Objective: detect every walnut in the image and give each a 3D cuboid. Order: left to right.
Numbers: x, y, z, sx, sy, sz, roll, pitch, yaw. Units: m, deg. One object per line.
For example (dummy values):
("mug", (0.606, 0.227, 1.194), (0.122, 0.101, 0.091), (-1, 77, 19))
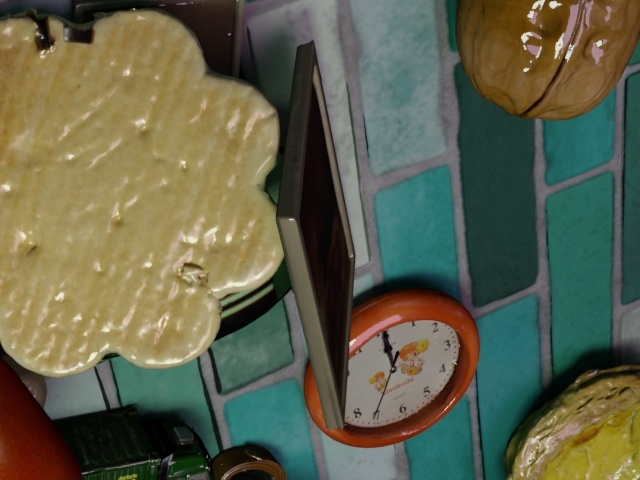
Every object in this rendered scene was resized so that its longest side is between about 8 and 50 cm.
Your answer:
("walnut", (0.207, -0.206, 1.213), (0.167, 0.167, 0.207), (0, 120, -30))

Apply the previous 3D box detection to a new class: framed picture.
("framed picture", (-0.142, -0.121, 1.167), (0.150, 0.015, 0.203), (-10, 127, -23))
("framed picture", (0.000, 0.000, 1.195), (0.020, 0.211, 0.289), (-3, 138, 9))

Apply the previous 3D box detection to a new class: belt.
("belt", (-0.078, 0.250, 1.452), (0.083, 0.036, 0.059), (9, 110, -34))

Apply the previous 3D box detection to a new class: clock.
("clock", (0.078, 0.138, 1.450), (0.205, 0.051, 0.205), (-14, 128, -19))

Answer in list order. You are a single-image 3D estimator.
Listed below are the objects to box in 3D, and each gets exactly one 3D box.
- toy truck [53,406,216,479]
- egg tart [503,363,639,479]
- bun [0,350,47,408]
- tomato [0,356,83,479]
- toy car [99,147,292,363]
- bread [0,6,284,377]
("toy truck", (-0.231, 0.243, 1.324), (0.259, 0.088, 0.121), (-7, 125, -25))
("egg tart", (0.326, 0.261, 1.658), (0.279, 0.095, 0.279), (-17, 125, -25))
("bun", (-0.293, 0.135, 1.235), (0.086, 0.055, 0.086), (-8, 130, -9))
("tomato", (-0.335, 0.199, 1.100), (0.298, 0.226, 0.298), (2, 123, 2))
("toy car", (-0.133, 0.031, 1.194), (0.306, 0.125, 0.136), (-24, 136, -12))
("bread", (-0.176, -0.041, 1.086), (0.316, 0.054, 0.316), (-1, 96, -5))
